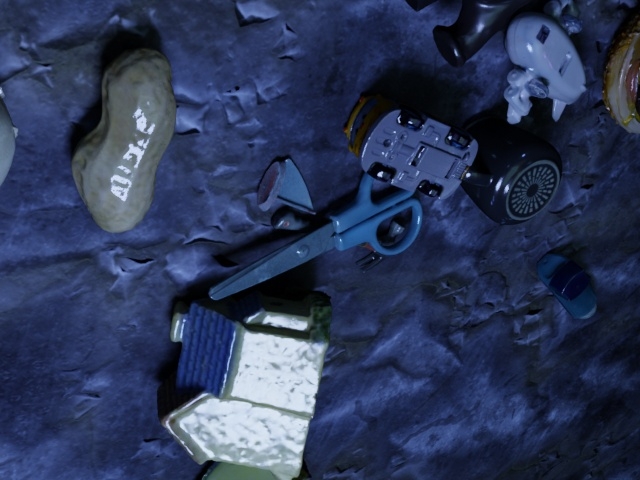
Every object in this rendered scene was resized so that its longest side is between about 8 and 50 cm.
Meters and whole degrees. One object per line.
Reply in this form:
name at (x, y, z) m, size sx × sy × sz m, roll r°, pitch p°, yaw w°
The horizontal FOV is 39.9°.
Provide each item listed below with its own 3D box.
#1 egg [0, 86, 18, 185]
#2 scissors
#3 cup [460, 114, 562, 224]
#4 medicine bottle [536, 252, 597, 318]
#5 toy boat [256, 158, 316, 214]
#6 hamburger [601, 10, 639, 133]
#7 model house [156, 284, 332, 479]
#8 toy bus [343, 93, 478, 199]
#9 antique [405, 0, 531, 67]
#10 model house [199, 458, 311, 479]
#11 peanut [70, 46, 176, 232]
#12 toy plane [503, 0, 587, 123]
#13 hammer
egg at (-0.479, -0.101, 1.030) m, size 0.244 × 0.201 × 0.201 m, roll -30°, pitch 137°, yaw 3°
scissors at (0.000, 0.000, 1.521) m, size 0.447 × 0.029 × 0.193 m, roll -27°, pitch 122°, yaw -27°
cup at (0.312, -0.134, 1.594) m, size 0.223 × 0.176 × 0.169 m, roll 5°, pitch 121°, yaw -35°
medicine bottle at (0.577, 0.113, 2.020) m, size 0.079 × 0.124 × 0.258 m, roll -48°, pitch 139°, yaw 1°
toy boat at (-0.048, -0.083, 1.478) m, size 0.122 × 0.034 × 0.096 m, roll 17°, pitch 99°, yaw -49°
hamburger at (0.677, -0.318, 1.681) m, size 0.291 × 0.225 × 0.291 m, roll -17°, pitch 124°, yaw -27°
model house at (-0.141, 0.222, 1.539) m, size 0.266 × 0.261 × 0.321 m, roll 9°, pitch 101°, yaw -12°
toy bus at (0.142, -0.164, 1.471) m, size 0.209 × 0.136 × 0.126 m, roll 16°, pitch 113°, yaw -33°
antique at (0.237, -0.452, 1.296) m, size 0.255 × 0.185 × 0.322 m, roll -32°, pitch 137°, yaw -1°
model house at (-0.130, 0.505, 1.827) m, size 0.194 × 0.170 × 0.211 m, roll -57°, pitch 164°, yaw 5°
peanut at (-0.274, -0.138, 1.220) m, size 0.125 × 0.111 × 0.275 m, roll 10°, pitch 114°, yaw -23°
toy plane at (0.395, -0.316, 1.564) m, size 0.244 × 0.117 × 0.245 m, roll -17°, pitch 117°, yaw -37°
hammer at (0.030, -0.012, 1.588) m, size 0.287 × 0.033 × 0.111 m, roll 16°, pitch 112°, yaw -42°
